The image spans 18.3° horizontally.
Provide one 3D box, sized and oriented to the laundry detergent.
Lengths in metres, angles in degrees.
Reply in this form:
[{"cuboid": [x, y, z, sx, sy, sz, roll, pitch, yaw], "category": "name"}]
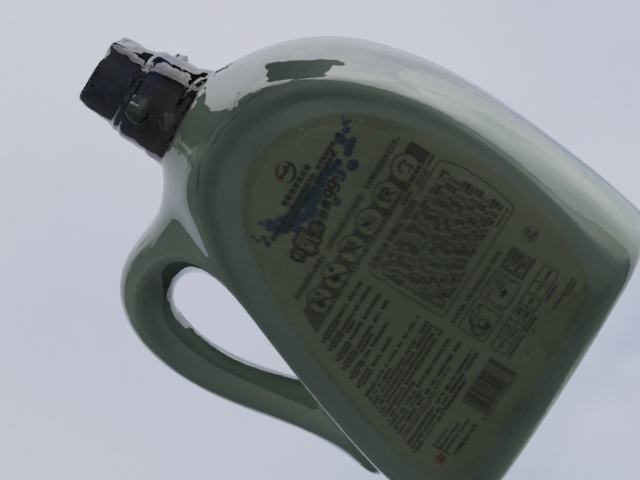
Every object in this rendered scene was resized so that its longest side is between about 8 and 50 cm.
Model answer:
[{"cuboid": [0.000, 0.000, 1.001, 0.280, 0.105, 0.215, 28, -65, -1], "category": "laundry detergent"}]
